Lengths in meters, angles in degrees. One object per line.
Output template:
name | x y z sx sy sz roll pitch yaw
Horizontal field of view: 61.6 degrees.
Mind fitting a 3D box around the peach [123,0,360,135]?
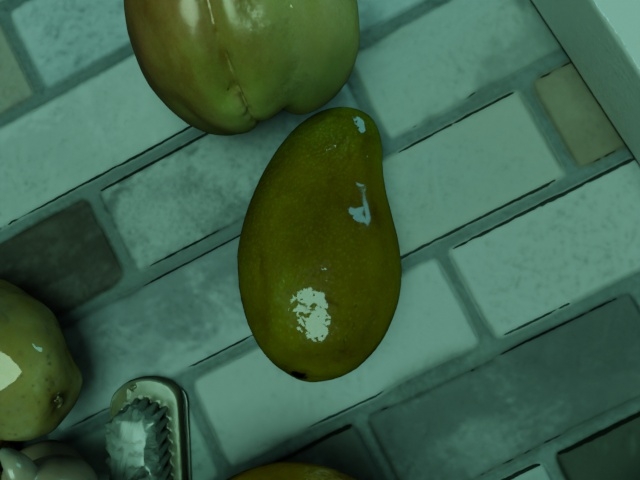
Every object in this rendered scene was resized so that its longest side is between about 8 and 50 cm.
peach | -0.062 -0.176 0.417 0.184 0.184 0.184 0 89 5

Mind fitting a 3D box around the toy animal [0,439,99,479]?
toy animal | -0.225 0.203 0.440 0.083 0.150 0.089 1 80 -36

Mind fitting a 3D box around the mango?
mango | 0.000 0.000 0.444 0.136 0.099 0.228 3 81 10

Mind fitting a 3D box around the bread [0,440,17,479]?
bread | -0.341 0.180 0.480 0.132 0.074 0.053 21 54 3

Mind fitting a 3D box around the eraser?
eraser | 0.278 -0.129 0.429 0.076 0.078 0.298 -32 86 4

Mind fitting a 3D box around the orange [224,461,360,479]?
orange | -0.023 0.284 0.368 0.246 0.246 0.246 0 89 5

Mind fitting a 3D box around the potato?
potato | -0.286 0.094 0.460 0.178 0.109 0.118 27 126 9

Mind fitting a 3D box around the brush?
brush | -0.150 0.288 0.467 0.070 0.065 0.328 -3 89 2
